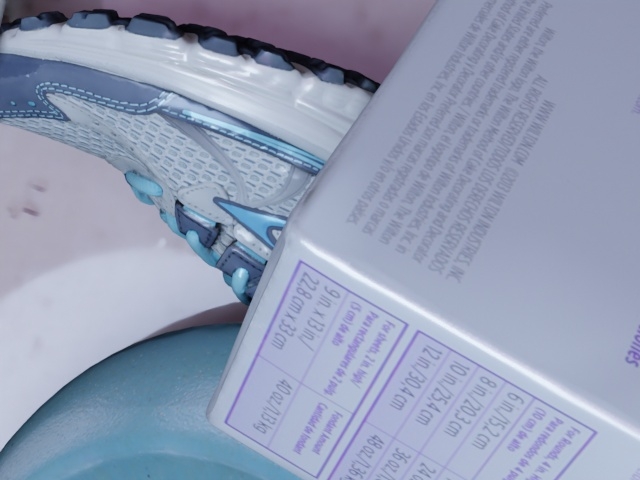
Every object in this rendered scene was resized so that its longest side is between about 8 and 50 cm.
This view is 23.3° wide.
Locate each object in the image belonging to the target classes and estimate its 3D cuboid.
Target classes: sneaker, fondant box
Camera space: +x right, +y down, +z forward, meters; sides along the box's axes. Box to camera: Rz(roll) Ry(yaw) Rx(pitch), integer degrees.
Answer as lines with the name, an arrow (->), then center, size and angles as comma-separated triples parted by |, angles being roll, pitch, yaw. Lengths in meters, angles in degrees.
sneaker -> 0.000, 0.000, 0.554 | 0.283, 0.110, 0.122 | 18, 95, 1
fondant box -> 0.169, 0.028, 0.437 | 0.330, 0.096, 0.238 | 29, 50, 5

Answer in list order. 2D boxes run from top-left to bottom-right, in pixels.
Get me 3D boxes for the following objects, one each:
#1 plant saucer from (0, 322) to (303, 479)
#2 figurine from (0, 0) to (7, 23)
plant saucer -> -0.032, 0.186, 0.505 | 0.317, 0.044, 0.317 | 1, 91, 34
figurine -> -0.210, -0.160, 0.531 | 0.209, 0.092, 0.215 | 7, 106, 34
